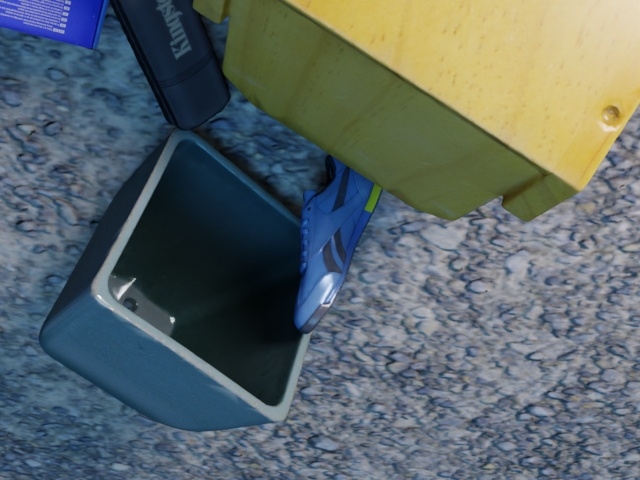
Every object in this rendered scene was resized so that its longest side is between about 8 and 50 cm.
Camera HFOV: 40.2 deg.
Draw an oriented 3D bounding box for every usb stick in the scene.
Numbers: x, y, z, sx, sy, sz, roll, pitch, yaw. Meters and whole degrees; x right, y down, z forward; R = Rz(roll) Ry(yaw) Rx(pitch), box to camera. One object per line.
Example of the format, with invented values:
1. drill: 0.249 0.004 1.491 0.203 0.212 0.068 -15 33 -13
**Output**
1. usb stick: -0.154 -0.214 0.842 0.077 0.045 0.278 -30 145 -9

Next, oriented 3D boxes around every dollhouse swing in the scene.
1. dollhouse swing: 0.098 -0.211 0.800 0.346 0.305 0.315 32 94 -2

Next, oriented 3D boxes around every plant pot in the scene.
1. plant pot: -0.175 0.074 1.006 0.247 0.248 0.252 39 137 -23

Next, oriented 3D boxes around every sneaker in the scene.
1. sneaker: 0.000 0.000 0.970 0.082 0.209 0.069 26 160 -10

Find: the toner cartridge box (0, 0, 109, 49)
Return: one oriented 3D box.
1. toner cartridge box: -0.355 -0.297 0.775 0.347 0.075 0.165 11 126 -22
